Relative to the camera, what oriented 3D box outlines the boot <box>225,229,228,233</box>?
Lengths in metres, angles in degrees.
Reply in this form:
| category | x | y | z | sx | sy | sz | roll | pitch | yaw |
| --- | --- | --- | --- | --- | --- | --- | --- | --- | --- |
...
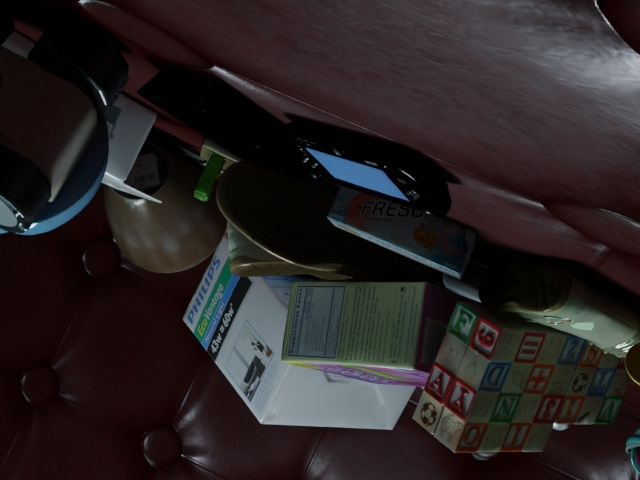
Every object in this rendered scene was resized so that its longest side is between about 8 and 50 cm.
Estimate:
| category | x | y | z | sx | sy | sz | roll | pitch | yaw |
| --- | --- | --- | --- | --- | --- | --- | --- | --- | --- |
| boot | -0.182 | -0.011 | 2.646 | 0.269 | 0.089 | 0.236 | 18 | 172 | 45 |

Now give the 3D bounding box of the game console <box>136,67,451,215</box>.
| category | x | y | z | sx | sy | sz | roll | pitch | yaw |
| --- | --- | --- | --- | --- | --- | --- | --- | --- | --- |
| game console | -0.022 | -0.101 | 1.184 | 0.361 | 0.044 | 0.213 | 20 | 173 | 41 |

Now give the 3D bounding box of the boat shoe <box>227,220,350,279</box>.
| category | x | y | z | sx | sy | sz | roll | pitch | yaw |
| --- | --- | --- | --- | --- | --- | --- | --- | --- | --- |
| boat shoe | 0.000 | 0.000 | 1.675 | 0.302 | 0.098 | 0.109 | 0 | 161 | -27 |

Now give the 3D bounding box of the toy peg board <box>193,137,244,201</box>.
| category | x | y | z | sx | sy | sz | roll | pitch | yaw |
| --- | --- | --- | --- | --- | --- | --- | --- | --- | --- |
| toy peg board | -0.120 | -0.080 | 1.675 | 0.160 | 0.079 | 0.161 | 26 | 175 | -6 |

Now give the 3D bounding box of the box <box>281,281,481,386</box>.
| category | x | y | z | sx | sy | sz | roll | pitch | yaw |
| --- | --- | --- | --- | --- | --- | --- | --- | --- | --- |
| box | 0.108 | 0.136 | 1.543 | 0.243 | 0.117 | 0.213 | -1 | 165 | 42 |

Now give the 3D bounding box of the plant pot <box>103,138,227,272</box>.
| category | x | y | z | sx | sy | sz | roll | pitch | yaw |
| --- | --- | --- | --- | --- | --- | --- | --- | --- | --- |
| plant pot | -0.281 | -0.079 | 1.873 | 0.215 | 0.215 | 0.230 | 24 | 166 | 12 |

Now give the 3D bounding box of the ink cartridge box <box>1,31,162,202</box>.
| category | x | y | z | sx | sy | sz | roll | pitch | yaw |
| --- | --- | --- | --- | --- | --- | --- | --- | --- | --- |
| ink cartridge box | -0.384 | -0.188 | 1.590 | 0.353 | 0.119 | 0.207 | 30 | 172 | -36 |

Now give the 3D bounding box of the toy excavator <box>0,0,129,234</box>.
| category | x | y | z | sx | sy | sz | roll | pitch | yaw |
| --- | --- | --- | --- | --- | --- | --- | --- | --- | --- |
| toy excavator | -0.465 | -0.122 | 1.331 | 0.432 | 0.222 | 0.445 | 27 | 155 | 1 |

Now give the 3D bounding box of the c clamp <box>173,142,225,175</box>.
| category | x | y | z | sx | sy | sz | roll | pitch | yaw |
| --- | --- | --- | --- | --- | --- | --- | --- | --- | --- |
| c clamp | -0.166 | -0.120 | 1.827 | 0.160 | 0.022 | 0.137 | 29 | 180 | -40 |

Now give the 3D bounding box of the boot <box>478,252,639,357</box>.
| category | x | y | z | sx | sy | sz | roll | pitch | yaw |
| --- | --- | --- | --- | --- | --- | --- | --- | --- | --- |
| boot | 0.302 | 0.082 | 1.352 | 0.165 | 0.077 | 0.213 | 24 | 175 | -19 |

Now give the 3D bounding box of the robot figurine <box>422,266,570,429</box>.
| category | x | y | z | sx | sy | sz | roll | pitch | yaw |
| --- | --- | --- | --- | --- | --- | --- | --- | --- | --- |
| robot figurine | 0.250 | 0.166 | 1.721 | 0.353 | 0.200 | 0.300 | 23 | 137 | 28 |

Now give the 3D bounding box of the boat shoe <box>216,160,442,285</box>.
| category | x | y | z | sx | sy | sz | roll | pitch | yaw |
| --- | --- | --- | --- | --- | --- | --- | --- | --- | --- |
| boat shoe | 0.005 | -0.013 | 1.560 | 0.342 | 0.123 | 0.123 | 20 | 175 | -15 |

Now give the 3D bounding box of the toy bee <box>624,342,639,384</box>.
| category | x | y | z | sx | sy | sz | roll | pitch | yaw |
| --- | --- | --- | --- | --- | --- | --- | --- | --- | --- |
| toy bee | 0.418 | 0.167 | 1.176 | 0.195 | 0.162 | 0.298 | 24 | 175 | 27 |

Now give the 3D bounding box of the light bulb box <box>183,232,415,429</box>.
| category | x | y | z | sx | sy | sz | roll | pitch | yaw |
| --- | --- | --- | --- | --- | --- | --- | --- | --- | --- |
| light bulb box | -0.027 | 0.188 | 2.241 | 0.358 | 0.225 | 0.361 | 11 | -156 | -40 |

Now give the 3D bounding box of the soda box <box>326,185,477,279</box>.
| category | x | y | z | sx | sy | sz | roll | pitch | yaw |
| --- | --- | --- | --- | --- | --- | --- | --- | --- | --- |
| soda box | 0.103 | -0.015 | 1.380 | 0.183 | 0.058 | 0.063 | 23 | 175 | 14 |

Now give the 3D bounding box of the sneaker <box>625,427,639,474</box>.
| category | x | y | z | sx | sy | sz | roll | pitch | yaw |
| --- | --- | --- | --- | --- | --- | --- | --- | --- | --- |
| sneaker | 0.567 | 0.304 | 1.756 | 0.123 | 0.178 | 0.295 | 23 | 175 | 18 |

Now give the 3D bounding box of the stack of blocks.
| category | x | y | z | sx | sy | sz | roll | pitch | yaw |
| --- | --- | --- | --- | --- | --- | --- | --- | --- | --- |
| stack of blocks | 0.281 | 0.184 | 1.452 | 0.297 | 0.171 | 0.087 | 7 | -162 | -38 |
